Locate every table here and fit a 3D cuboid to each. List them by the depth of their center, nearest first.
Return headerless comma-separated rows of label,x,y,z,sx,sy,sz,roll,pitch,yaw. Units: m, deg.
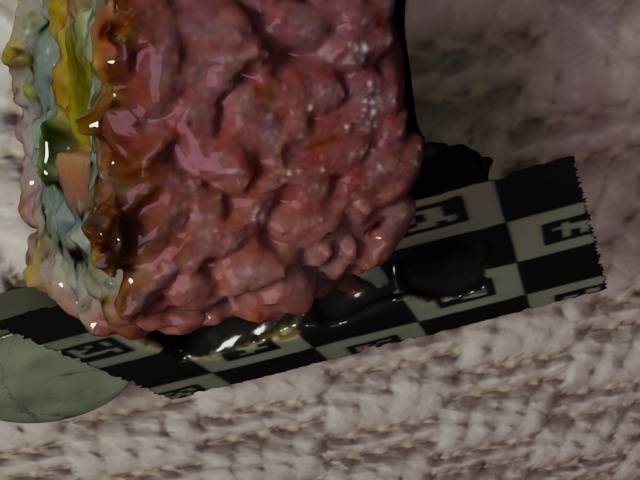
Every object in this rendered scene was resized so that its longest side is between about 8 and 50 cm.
table,-0.214,0.090,0.878,0.133,0.043,0.133,-10,143,-7

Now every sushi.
sushi,-0.058,-0.094,0.552,0.170,0.236,0.270,-5,110,-24
sushi,0.000,0.000,0.805,0.373,0.100,0.296,-16,159,12
